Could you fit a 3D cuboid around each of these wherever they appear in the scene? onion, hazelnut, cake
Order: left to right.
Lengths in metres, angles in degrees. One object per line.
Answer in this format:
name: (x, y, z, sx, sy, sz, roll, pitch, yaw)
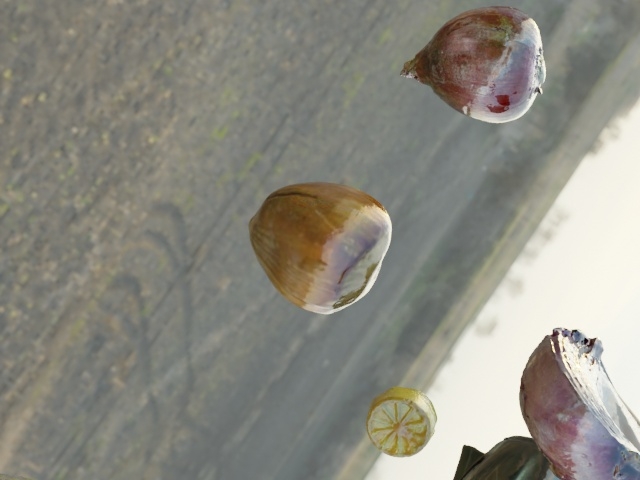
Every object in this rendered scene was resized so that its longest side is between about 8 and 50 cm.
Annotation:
hazelnut: (0.000, 0.000, 1.369, 0.150, 0.150, 0.150, -55, 173, -10)
cake: (0.094, 0.213, 1.506, 0.084, 0.084, 0.044, -59, 173, 21)
onion: (0.202, -0.234, 1.713, 0.159, 0.195, 0.159, 2, 90, -77)
onion: (0.325, 0.216, 1.598, 0.120, 0.227, 0.283, -38, -161, 19)

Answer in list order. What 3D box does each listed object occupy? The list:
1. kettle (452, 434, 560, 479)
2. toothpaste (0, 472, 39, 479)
kettle: (0.308, 0.443, 1.827, 0.324, 0.321, 0.228, -62, 154, -19)
toothpaste: (-0.227, 0.253, 1.085, 0.327, 0.110, 0.077, -1, -104, 53)
